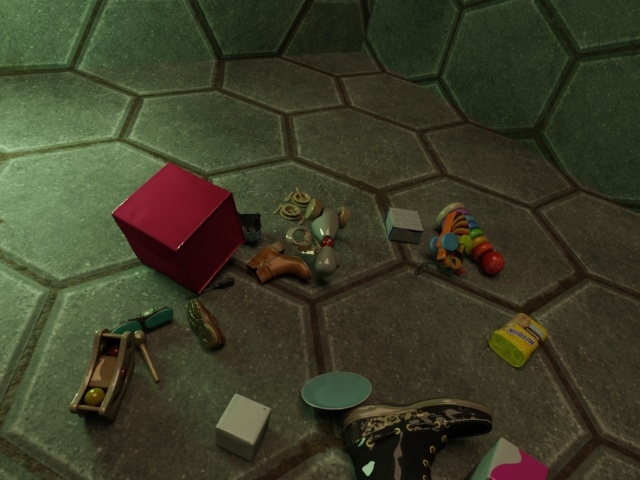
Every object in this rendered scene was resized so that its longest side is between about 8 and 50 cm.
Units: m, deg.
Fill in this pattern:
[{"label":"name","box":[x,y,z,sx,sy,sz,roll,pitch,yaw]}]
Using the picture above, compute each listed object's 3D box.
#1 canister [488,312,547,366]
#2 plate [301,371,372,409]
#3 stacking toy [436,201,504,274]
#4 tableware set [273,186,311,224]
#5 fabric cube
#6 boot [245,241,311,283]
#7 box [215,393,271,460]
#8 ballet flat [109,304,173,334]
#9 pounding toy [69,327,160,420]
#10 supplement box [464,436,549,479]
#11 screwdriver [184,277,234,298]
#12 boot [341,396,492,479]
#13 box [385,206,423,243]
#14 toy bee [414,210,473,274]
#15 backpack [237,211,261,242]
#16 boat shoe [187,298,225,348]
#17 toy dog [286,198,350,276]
[{"label":"canister","box":[0.648,0.320,1.496,0.170,0.073,0.126,-23,52,-38]},{"label":"plate","box":[0.043,0.404,1.217,0.188,0.024,0.188,-5,11,1]},{"label":"stacking toy","box":[0.612,0.001,1.834,0.141,0.141,0.330,-13,52,-28]},{"label":"tableware set","box":[-0.098,-0.150,1.876,0.128,0.039,0.194,22,40,11]},{"label":"fabric cube","box":[-0.427,-0.038,1.433,0.258,0.259,0.254,25,58,19]},{"label":"boot","box":[-0.141,0.102,1.552,0.197,0.073,0.152,36,52,24]},{"label":"box","box":[-0.186,0.448,1.101,0.102,0.087,0.101,21,40,9]},{"label":"ballet flat","box":[-0.513,0.235,1.298,0.188,0.070,0.070,-19,49,-35]},{"label":"pounding toy","box":[-0.484,0.311,1.131,0.154,0.154,0.270,8,40,-5]},{"label":"supplement box","box":[0.395,0.560,1.021,0.111,0.220,0.114,30,42,20]},{"label":"screwdriver","box":[-0.355,0.154,1.465,0.169,0.024,0.025,-18,18,-23]},{"label":"boot","box":[0.245,0.527,1.073,0.377,0.138,0.284,0,40,-3]},{"label":"box","box":[0.338,-0.062,1.865,0.126,0.072,0.137,8,39,-7]},{"label":"toy bee","box":[0.490,0.046,1.739,0.162,0.298,0.195,38,1,-11]},{"label":"backpack","box":[-0.265,-0.039,1.662,0.105,0.084,0.114,1,37,-16]},{"label":"boat shoe","box":[-0.334,0.243,1.335,0.060,0.064,0.178,15,28,-51]},{"label":"toy dog","box":[0.000,0.000,1.656,0.220,0.161,0.334,33,45,0]}]
